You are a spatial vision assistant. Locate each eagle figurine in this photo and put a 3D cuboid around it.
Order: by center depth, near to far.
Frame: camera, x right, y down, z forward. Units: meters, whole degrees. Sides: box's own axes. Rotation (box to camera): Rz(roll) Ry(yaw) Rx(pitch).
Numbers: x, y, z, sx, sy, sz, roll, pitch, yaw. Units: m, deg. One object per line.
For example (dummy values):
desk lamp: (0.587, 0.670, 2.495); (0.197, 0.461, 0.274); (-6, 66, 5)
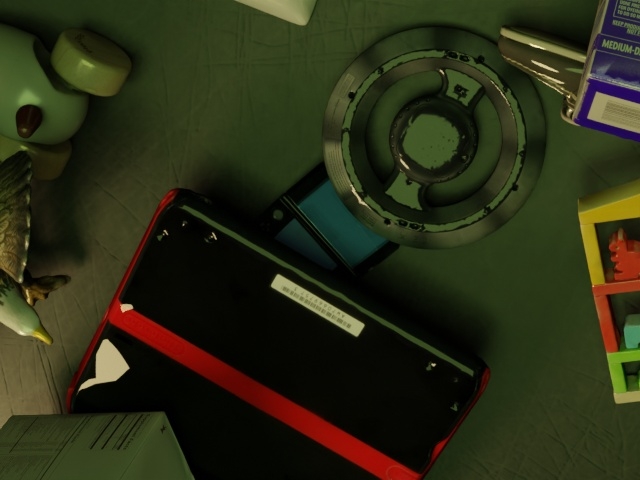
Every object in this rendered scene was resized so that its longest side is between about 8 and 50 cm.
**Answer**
eagle figurine: (-0.356, 0.029, 1.713); (0.225, 0.298, 0.226); (7, 76, 12)

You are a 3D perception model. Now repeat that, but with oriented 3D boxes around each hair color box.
hair color box: (0.318, -0.271, 1.513); (0.110, 0.185, 0.338); (16, 83, 6)

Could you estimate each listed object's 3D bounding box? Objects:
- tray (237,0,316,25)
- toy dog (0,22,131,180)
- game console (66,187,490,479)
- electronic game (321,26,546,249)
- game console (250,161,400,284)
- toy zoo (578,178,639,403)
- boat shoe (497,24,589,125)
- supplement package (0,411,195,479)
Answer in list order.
tray: (-0.117, -0.328, 1.717); (0.270, 0.030, 0.145); (21, 109, 3)
toy dog: (-0.368, -0.182, 1.733); (0.334, 0.161, 0.220); (13, 107, 6)
game console: (-0.058, 0.162, 1.807); (0.387, 0.060, 0.342); (30, 117, 0)
electronic game: (0.116, -0.104, 1.730); (0.229, 0.048, 0.229); (1, 101, 3)
game console: (0.000, 0.000, 1.767); (0.122, 0.107, 0.071); (48, 152, -5)
toy zoo: (0.366, 0.034, 1.684); (0.192, 0.030, 0.293); (-9, 124, 14)
boat shoe: (0.322, -0.117, 1.659); (0.335, 0.112, 0.095); (20, 104, 0)
supplement package: (-0.249, 0.303, 1.813); (0.203, 0.149, 0.194); (-5, 121, 27)
